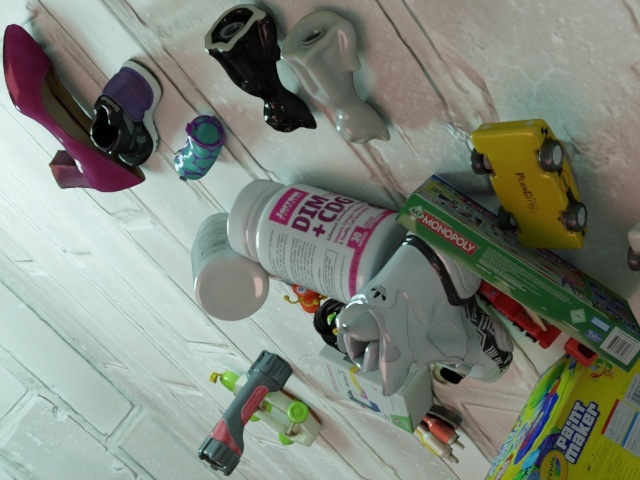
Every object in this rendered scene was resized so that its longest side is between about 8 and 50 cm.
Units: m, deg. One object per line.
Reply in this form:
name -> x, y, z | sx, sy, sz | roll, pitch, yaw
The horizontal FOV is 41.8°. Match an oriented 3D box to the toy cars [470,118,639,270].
toy cars -> 0.341, -0.023, 0.976 | 0.394, 0.087, 0.176 | 33, 149, 0

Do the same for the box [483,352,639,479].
box -> 0.384, 0.314, 1.225 | 0.177, 0.290, 0.279 | 32, 152, 9

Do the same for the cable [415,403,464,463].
cable -> 0.187, 0.365, 1.785 | 0.287, 0.072, 0.139 | 31, 147, 12

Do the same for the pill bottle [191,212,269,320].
pill bottle -> -0.170, 0.038, 1.532 | 0.131, 0.131, 0.229 | 51, -173, -26

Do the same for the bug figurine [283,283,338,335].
bug figurine -> 0.080, 0.128, 1.459 | 0.279, 0.072, 0.216 | 3, 147, 22

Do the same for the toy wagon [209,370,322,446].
toy wagon -> -0.155, 0.452, 2.341 | 0.344, 0.068, 0.267 | 34, 153, 8

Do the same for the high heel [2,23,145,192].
high heel -> -0.464, -0.249, 1.602 | 0.181, 0.127, 0.377 | -2, 138, 10

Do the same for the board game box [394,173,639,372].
board game box -> 0.252, 0.029, 1.060 | 0.317, 0.046, 0.213 | 34, -163, 6

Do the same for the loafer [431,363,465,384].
loafer -> 0.237, 0.239, 1.547 | 0.056, 0.050, 0.148 | 35, 153, 5

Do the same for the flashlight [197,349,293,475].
flashlight -> -0.176, 0.421, 2.049 | 0.103, 0.304, 0.103 | 12, 144, 40

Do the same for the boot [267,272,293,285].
boot -> -0.014, 0.058, 1.565 | 0.190, 0.069, 0.086 | 8, 168, 32

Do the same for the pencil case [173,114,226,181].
pencil case -> -0.210, -0.157, 1.439 | 0.070, 0.064, 0.152 | 16, 156, -15

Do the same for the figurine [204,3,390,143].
figurine -> -0.020, -0.207, 1.126 | 0.215, 0.092, 0.209 | 15, 154, 35

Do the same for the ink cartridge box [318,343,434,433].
ink cartridge box -> 0.114, 0.283, 1.715 | 0.212, 0.093, 0.154 | 25, 150, 30

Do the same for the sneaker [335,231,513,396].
sneaker -> 0.150, 0.144, 1.238 | 0.137, 0.210, 0.366 | 43, 169, 43

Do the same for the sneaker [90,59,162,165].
sneaker -> -0.363, -0.198, 1.490 | 0.107, 0.124, 0.283 | 35, 153, 5

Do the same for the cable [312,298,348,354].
cable -> 0.071, 0.162, 1.405 | 0.151, 0.047, 0.184 | -7, 138, 24

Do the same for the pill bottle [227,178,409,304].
pill bottle -> 0.000, 0.000, 1.331 | 0.283, 0.160, 0.160 | 19, 148, 32

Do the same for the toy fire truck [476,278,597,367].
toy fire truck -> 0.306, 0.104, 1.189 | 0.192, 0.047, 0.135 | 41, 173, 13
